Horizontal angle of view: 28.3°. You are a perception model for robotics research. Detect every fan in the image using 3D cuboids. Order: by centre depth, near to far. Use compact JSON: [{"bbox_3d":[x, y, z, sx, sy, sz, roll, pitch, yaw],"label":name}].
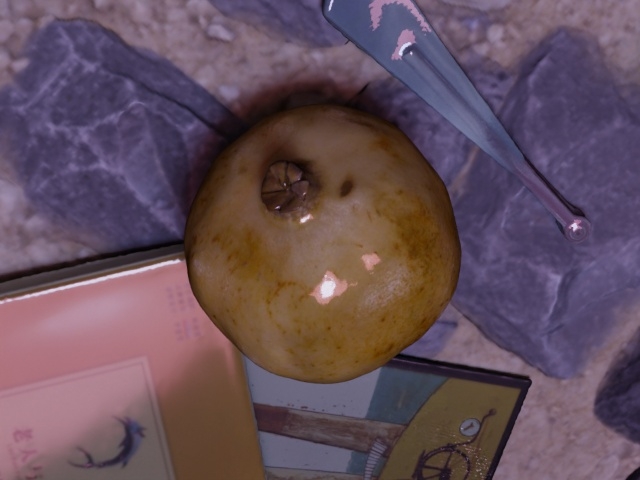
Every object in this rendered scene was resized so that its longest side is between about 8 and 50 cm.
[{"bbox_3d":[0.110,-0.094,0.902,0.282,0.023,0.057,41,94,-26],"label":"fan"}]

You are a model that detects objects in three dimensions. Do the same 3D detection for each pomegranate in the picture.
[{"bbox_3d":[0.000,0.000,0.837,0.196,0.196,0.196,-5,117,-9],"label":"pomegranate"}]

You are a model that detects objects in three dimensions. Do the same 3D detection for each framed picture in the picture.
[{"bbox_3d":[-0.015,0.189,1.024,0.323,0.013,0.244,11,113,-17],"label":"framed picture"}]

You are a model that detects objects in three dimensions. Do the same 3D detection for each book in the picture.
[{"bbox_3d":[-0.235,0.161,0.922,0.388,0.032,0.269,-12,112,-10],"label":"book"}]
